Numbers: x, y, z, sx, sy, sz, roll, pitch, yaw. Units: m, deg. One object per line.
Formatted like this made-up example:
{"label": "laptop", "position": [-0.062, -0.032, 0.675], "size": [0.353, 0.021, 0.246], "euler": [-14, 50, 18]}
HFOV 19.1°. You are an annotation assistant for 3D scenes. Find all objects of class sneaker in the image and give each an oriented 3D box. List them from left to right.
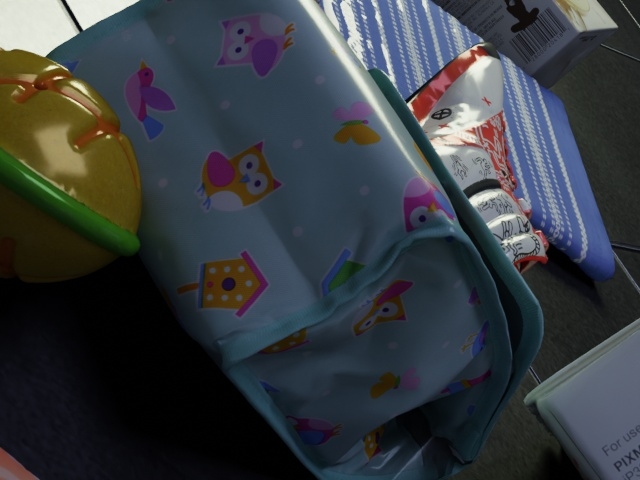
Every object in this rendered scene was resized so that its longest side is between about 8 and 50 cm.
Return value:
{"label": "sneaker", "position": [0.101, -0.038, 1.330], "size": [0.145, 0.090, 0.270], "euler": [48, 30, -2]}

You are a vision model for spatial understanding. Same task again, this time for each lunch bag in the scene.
{"label": "lunch bag", "position": [0.000, 0.000, 1.007], "size": [0.223, 0.160, 0.262], "euler": [58, 3, 31]}

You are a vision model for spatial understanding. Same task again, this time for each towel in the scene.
{"label": "towel", "position": [0.106, -0.115, 1.560], "size": [0.336, 0.040, 0.243], "euler": [32, 30, -32]}

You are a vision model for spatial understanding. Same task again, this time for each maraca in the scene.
{"label": "maraca", "position": [-0.154, -0.044, 0.879], "size": [0.185, 0.099, 0.127], "euler": [35, -3, 39]}

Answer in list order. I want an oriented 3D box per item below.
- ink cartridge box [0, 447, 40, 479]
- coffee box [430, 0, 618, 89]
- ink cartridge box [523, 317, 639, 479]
{"label": "ink cartridge box", "position": [-0.169, 0.108, 0.666], "size": [0.145, 0.045, 0.179], "euler": [43, 20, -13]}
{"label": "coffee box", "position": [0.153, -0.262, 1.787], "size": [0.246, 0.098, 0.141], "euler": [53, 22, 9]}
{"label": "ink cartridge box", "position": [0.303, 0.212, 1.110], "size": [0.385, 0.160, 0.279], "euler": [54, 1, 14]}
